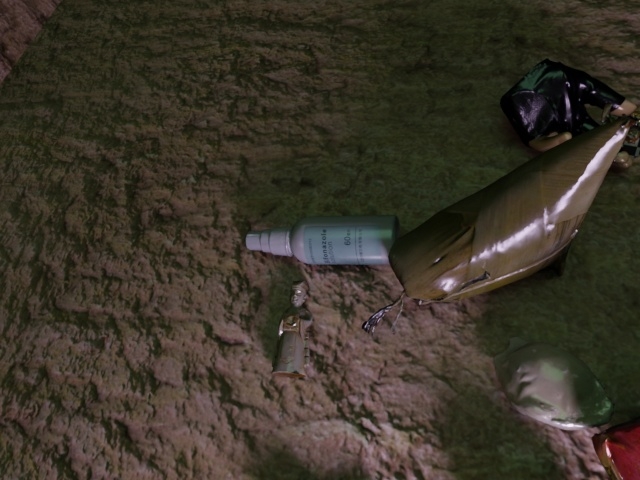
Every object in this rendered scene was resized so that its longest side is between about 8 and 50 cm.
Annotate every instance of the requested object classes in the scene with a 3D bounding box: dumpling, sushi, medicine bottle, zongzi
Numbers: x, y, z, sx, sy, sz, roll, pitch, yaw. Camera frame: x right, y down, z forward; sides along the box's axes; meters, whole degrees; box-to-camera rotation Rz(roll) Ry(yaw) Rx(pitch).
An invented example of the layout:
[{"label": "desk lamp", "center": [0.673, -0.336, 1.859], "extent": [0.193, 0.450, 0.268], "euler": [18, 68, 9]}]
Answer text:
[{"label": "dumpling", "center": [0.385, 0.247, 0.762], "extent": [0.136, 0.118, 0.199], "euler": [-36, 37, -7]}, {"label": "sushi", "center": [0.691, -0.251, 0.988], "extent": [0.126, 0.026, 0.120], "euler": [-31, 59, -1]}, {"label": "medicine bottle", "center": [0.000, 0.000, 1.006], "extent": [0.352, 0.110, 0.110], "euler": [-1, 62, 16]}, {"label": "zongzi", "center": [0.254, -0.013, 0.774], "extent": [0.447, 0.418, 0.181], "euler": [-20, 62, -2]}]

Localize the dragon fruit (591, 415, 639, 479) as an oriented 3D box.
[{"label": "dragon fruit", "center": [0.556, 0.310, 0.574], "extent": [0.305, 0.305, 0.226], "euler": [-24, 61, 3]}]

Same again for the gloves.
[{"label": "gloves", "center": [0.549, -0.265, 0.967], "extent": [0.197, 0.152, 0.301], "euler": [-44, 64, 15]}]

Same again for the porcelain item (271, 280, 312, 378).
[{"label": "porcelain item", "center": [-0.055, 0.183, 0.958], "extent": [0.084, 0.054, 0.213], "euler": [-2, 61, 14]}]
